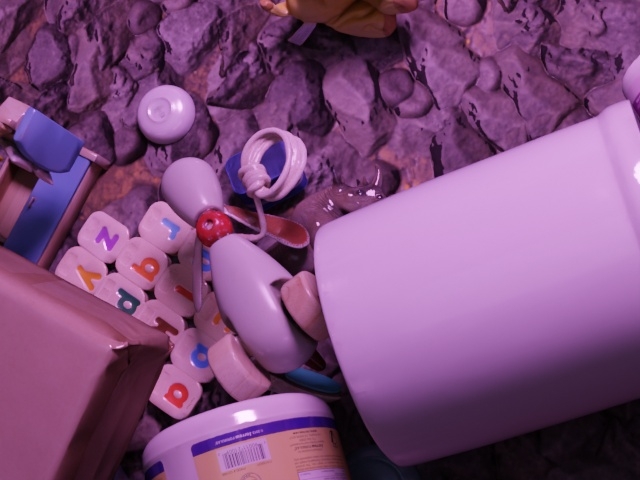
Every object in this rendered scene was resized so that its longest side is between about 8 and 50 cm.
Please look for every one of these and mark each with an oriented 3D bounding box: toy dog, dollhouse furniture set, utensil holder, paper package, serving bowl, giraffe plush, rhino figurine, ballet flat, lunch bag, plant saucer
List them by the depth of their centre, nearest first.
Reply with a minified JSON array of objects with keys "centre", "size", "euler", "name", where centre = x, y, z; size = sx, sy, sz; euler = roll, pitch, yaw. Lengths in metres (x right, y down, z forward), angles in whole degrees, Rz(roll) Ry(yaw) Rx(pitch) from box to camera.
[{"centre":[0.224,0.059,1.759],"size":[0.385,0.327,0.327],"euler":[-20,73,12],"name":"utensil holder"},{"centre":[-0.074,0.047,1.890],"size":[0.220,0.161,0.333],"euler":[-18,62,19],"name":"toy dog"},{"centre":[-0.394,0.187,1.899],"size":[0.325,0.168,0.309],"euler":[27,97,19],"name":"paper package"},{"centre":[0.066,0.310,1.906],"size":[0.119,0.021,0.119],"euler":[-4,76,15],"name":"plant saucer"},{"centre":[-0.048,0.183,1.961],"size":[0.168,0.057,0.052],"euler":[20,111,23],"name":"ballet flat"},{"centre":[0.000,0.000,1.969],"size":[0.106,0.073,0.243],"euler":[37,91,20],"name":"rhino figurine"},{"centre":[-0.469,-0.101,2.010],"size":[0.286,0.303,0.198],"euler":[26,85,20],"name":"dollhouse furniture set"},{"centre":[-0.065,-0.087,2.016],"size":[0.098,0.065,0.067],"euler":[-26,56,10],"name":"lunch bag"},{"centre":[0.027,-0.369,2.023],"size":[0.210,0.181,0.170],"euler":[-19,57,47],"name":"giraffe plush"},{"centre":[-0.213,-0.174,2.098],"size":[0.083,0.027,0.083],"euler":[-3,77,15],"name":"serving bowl"}]

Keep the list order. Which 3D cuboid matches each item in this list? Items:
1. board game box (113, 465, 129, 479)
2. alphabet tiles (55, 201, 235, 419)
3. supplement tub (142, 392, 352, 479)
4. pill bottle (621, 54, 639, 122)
[{"centre":[-0.312,0.498,1.949],"size":[0.318,0.066,0.318],"euler":[-37,70,5],"name":"board game box"},{"centre":[-0.238,0.097,2.046],"size":[0.278,0.021,0.284],"euler":[32,88,21],"name":"alphabet tiles"},{"centre":[-0.060,0.368,1.813],"size":[0.241,0.241,0.331],"euler":[-20,73,11],"name":"supplement tub"},{"centre":[0.493,-0.102,1.799],"size":[0.169,0.169,0.301],"euler":[-30,71,8],"name":"pill bottle"}]
